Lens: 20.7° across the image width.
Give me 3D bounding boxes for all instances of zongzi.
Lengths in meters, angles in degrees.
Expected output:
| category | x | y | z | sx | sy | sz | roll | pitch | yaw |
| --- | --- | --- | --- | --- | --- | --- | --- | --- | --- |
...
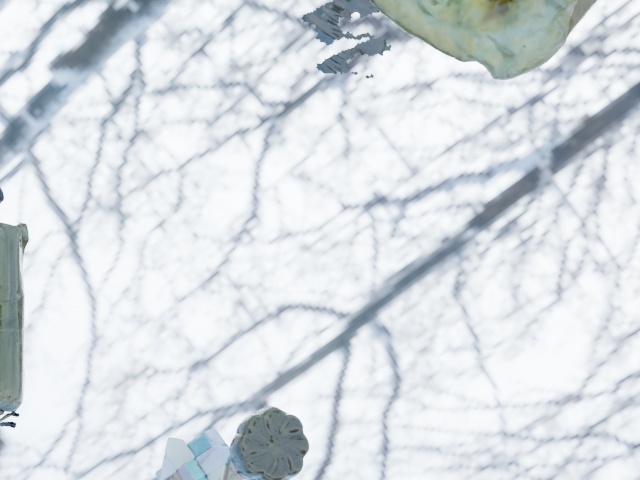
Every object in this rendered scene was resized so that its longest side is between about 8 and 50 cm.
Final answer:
| category | x | y | z | sx | sy | sz | roll | pitch | yaw |
| --- | --- | --- | --- | --- | --- | --- | --- | --- | --- |
| zongzi | -0.382 | 0.089 | 1.755 | 0.094 | 0.204 | 0.205 | 5 | -100 | -56 |

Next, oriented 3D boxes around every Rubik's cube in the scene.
| category | x | y | z | sx | sy | sz | roll | pitch | yaw |
| --- | --- | --- | --- | --- | --- | --- | --- | --- | --- |
| Rubik's cube | -0.116 | 0.218 | 1.617 | 0.075 | 0.084 | 0.073 | 39 | -144 | 28 |

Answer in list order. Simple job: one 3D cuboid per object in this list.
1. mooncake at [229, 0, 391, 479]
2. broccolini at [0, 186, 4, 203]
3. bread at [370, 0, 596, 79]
| category | x | y | z | sx | sy | sz | roll | pitch | yaw |
| --- | --- | --- | --- | --- | --- | --- | --- | --- | --- |
| mooncake | -0.006 | -0.002 | 1.245 | 0.150 | 0.057 | 0.346 | -8 | -82 | -24 |
| broccolini | -0.276 | -0.112 | 1.215 | 0.042 | 0.044 | 0.218 | -48 | -58 | -59 |
| bread | 0.073 | -0.183 | 0.712 | 0.267 | 0.130 | 0.152 | -62 | -40 | -56 |
